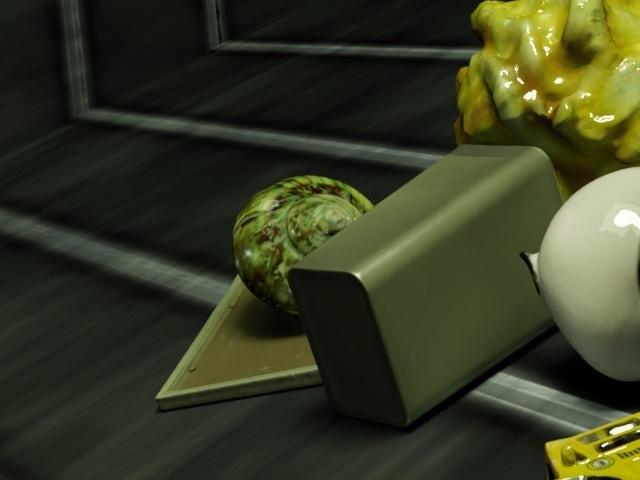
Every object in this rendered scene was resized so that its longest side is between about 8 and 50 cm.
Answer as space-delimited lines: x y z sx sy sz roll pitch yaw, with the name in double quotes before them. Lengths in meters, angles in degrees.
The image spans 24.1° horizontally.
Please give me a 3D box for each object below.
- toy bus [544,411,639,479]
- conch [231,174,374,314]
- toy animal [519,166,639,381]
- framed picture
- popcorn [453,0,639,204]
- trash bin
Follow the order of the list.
"toy bus" 0.243 0.160 0.866 0.331 0.145 0.151 -18 17 -10
"conch" 0.000 -0.003 1.531 0.187 0.124 0.181 -16 19 -21
"toy animal" 0.285 0.026 1.187 0.187 0.165 0.235 -28 19 -35
"framed picture" -0.013 0.076 1.542 0.240 0.020 0.324 -12 19 17
"popcorn" 0.285 -0.163 1.500 0.326 0.290 0.321 -45 39 14
"trash bin" 0.104 0.035 1.323 0.240 0.164 0.122 -31 22 -35
